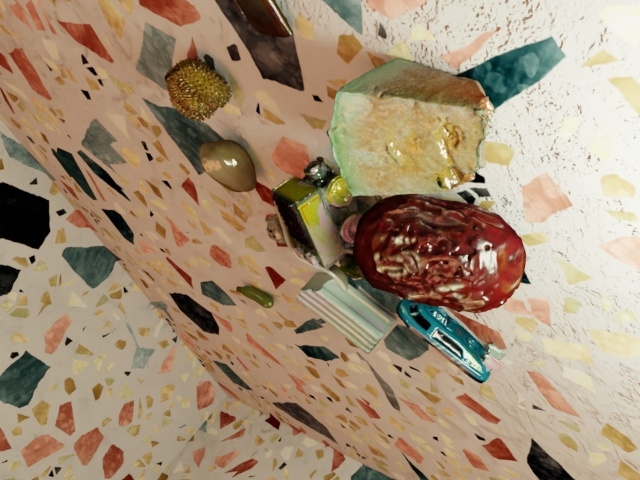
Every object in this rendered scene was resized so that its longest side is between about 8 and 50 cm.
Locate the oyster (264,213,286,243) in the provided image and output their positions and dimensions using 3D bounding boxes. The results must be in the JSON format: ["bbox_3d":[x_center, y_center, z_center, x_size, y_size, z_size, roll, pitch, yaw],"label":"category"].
[{"bbox_3d":[-0.117,-0.031,1.986,0.109,0.053,0.165,14,144,-5],"label":"oyster"}]

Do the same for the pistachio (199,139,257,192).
[{"bbox_3d":[-0.251,-0.204,1.823,0.185,0.124,0.124,49,152,-21],"label":"pistachio"}]

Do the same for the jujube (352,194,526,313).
[{"bbox_3d":[0.241,0.030,1.423,0.377,0.258,0.258,21,147,44],"label":"jujube"}]

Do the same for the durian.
[{"bbox_3d":[-0.305,-0.369,1.642,0.168,0.137,0.158,34,133,-6],"label":"durian"}]

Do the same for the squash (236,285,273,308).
[{"bbox_3d":[-0.244,0.207,2.513,0.183,0.052,0.052,22,148,35],"label":"squash"}]

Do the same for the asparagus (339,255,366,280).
[{"bbox_3d":[0.122,0.073,1.802,0.287,0.080,0.080,2,134,51],"label":"asparagus"}]

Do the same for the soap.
[{"bbox_3d":[0.076,0.211,2.049,0.290,0.095,0.172,37,154,9],"label":"soap"}]

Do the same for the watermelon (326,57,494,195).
[{"bbox_3d":[0.183,-0.201,1.266,0.302,0.151,0.264,8,138,21],"label":"watermelon"}]

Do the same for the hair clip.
[{"bbox_3d":[-0.015,0.011,1.780,0.282,0.113,0.172,35,-171,8],"label":"hair clip"}]

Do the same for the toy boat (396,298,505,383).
[{"bbox_3d":[0.341,0.238,1.755,0.299,0.134,0.092,39,116,8],"label":"toy boat"}]

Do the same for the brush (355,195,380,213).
[{"bbox_3d":[0.109,-0.135,1.568,0.086,0.020,0.336,26,150,29],"label":"brush"}]

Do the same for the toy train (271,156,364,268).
[{"bbox_3d":[0.005,-0.066,1.605,0.134,0.177,0.260,30,150,51],"label":"toy train"}]

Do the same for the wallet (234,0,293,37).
[{"bbox_3d":[-0.154,-0.509,1.304,0.137,0.031,0.255,19,152,45],"label":"wallet"}]
